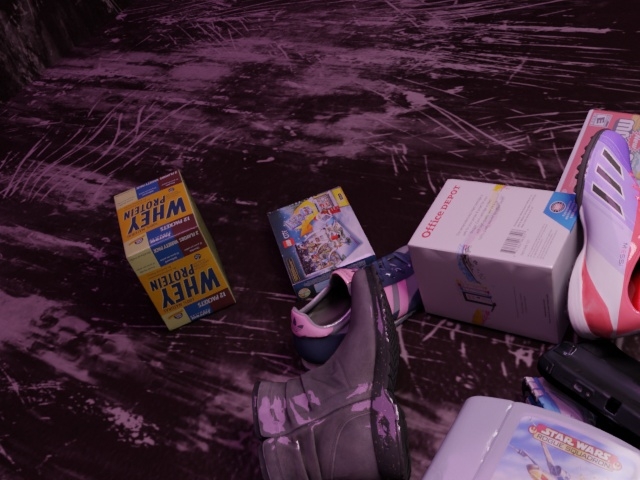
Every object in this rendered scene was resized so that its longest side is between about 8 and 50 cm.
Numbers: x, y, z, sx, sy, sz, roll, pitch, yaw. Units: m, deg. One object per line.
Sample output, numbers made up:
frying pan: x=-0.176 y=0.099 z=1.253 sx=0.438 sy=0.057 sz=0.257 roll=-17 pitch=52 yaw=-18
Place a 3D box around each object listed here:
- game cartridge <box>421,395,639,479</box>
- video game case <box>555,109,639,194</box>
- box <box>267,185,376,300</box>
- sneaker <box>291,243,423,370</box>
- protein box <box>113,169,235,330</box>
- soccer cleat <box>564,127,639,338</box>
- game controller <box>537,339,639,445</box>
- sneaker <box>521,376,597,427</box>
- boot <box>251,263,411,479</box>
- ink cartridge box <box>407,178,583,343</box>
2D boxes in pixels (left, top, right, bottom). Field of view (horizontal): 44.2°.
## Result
game cartridge: x=0.275 y=0.304 z=0.928 sx=0.297 sy=0.062 sz=0.198 roll=20 pitch=61 yaw=29
video game case: x=0.537 y=-0.108 z=1.306 sx=0.285 sy=0.025 sz=0.204 roll=20 pitch=85 yaw=48
box: x=0.000 y=0.000 z=1.499 sx=0.159 sy=0.044 sz=0.233 roll=-21 pitch=39 yaw=-2
sneaker: x=0.083 y=0.080 z=1.302 sx=0.319 sy=0.131 sz=0.112 roll=-41 pitch=42 yaw=-24
protein box: x=-0.273 y=0.017 z=1.470 sx=0.136 sy=0.200 sz=0.201 roll=-24 pitch=40 yaw=-4
soccer cleat: x=0.428 y=-0.015 z=1.120 sx=0.116 sy=0.108 sz=0.318 roll=-7 pitch=64 yaw=45
game controller: x=0.437 y=0.222 z=1.009 sx=0.166 sy=0.067 sz=0.319 roll=6 pitch=21 yaw=-41
sneaker: x=0.344 y=0.245 z=1.056 sx=0.082 sy=0.071 sz=0.191 roll=-15 pitch=39 yaw=-3
boot: x=0.004 y=0.199 z=1.151 sx=0.222 sy=0.118 sz=0.338 roll=-9 pitch=58 yaw=12
ink cartridge box: x=0.287 y=0.027 z=1.249 sx=0.232 sy=0.168 sz=0.171 roll=11 pitch=48 yaw=32
